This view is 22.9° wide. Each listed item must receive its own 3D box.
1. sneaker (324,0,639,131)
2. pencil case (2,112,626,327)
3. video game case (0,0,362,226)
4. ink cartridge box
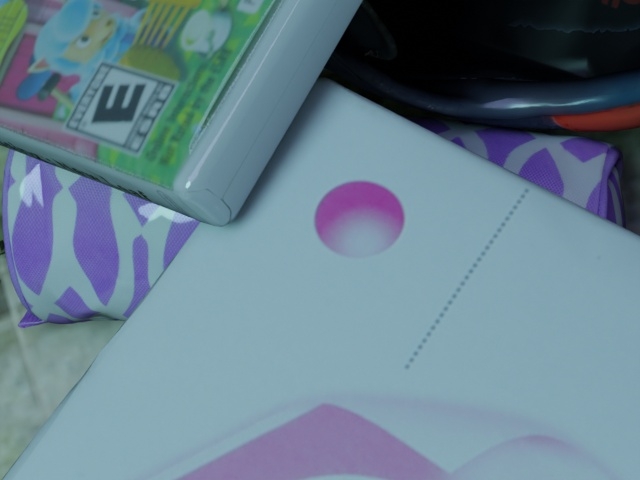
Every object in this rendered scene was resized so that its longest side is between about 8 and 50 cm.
[{"bbox_3d":[-0.016,-0.114,0.494,0.350,0.148,0.131,10,104,14],"label":"sneaker"},{"bbox_3d":[0.000,0.000,0.511,0.206,0.088,0.086,10,35,14],"label":"pencil case"},{"bbox_3d":[-0.046,-0.121,0.435,0.193,0.023,0.212,20,75,38],"label":"video game case"},{"bbox_3d":[0.047,0.163,0.306,0.324,0.071,0.330,28,65,16],"label":"ink cartridge box"}]
